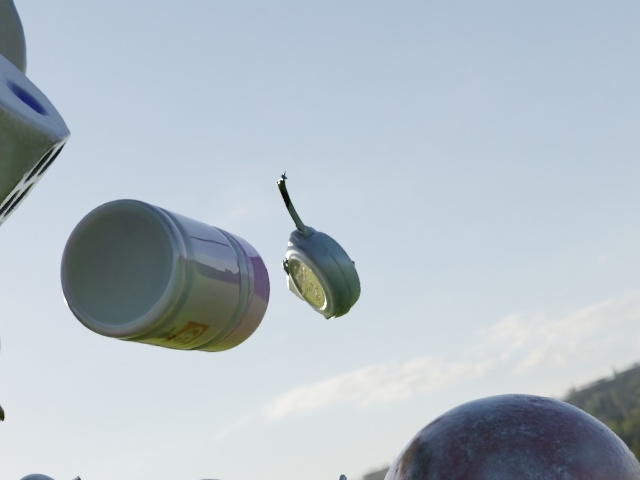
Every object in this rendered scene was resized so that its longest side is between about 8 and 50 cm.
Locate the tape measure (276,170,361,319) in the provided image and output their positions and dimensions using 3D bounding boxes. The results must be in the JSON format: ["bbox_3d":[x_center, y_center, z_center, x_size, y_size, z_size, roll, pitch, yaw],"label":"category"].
[{"bbox_3d":[0.000,-0.001,2.263,0.084,0.164,0.330,-39,-30,-27],"label":"tape measure"}]

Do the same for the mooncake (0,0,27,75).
[{"bbox_3d":[-0.663,-0.338,2.377,0.187,0.351,0.351,-8,-7,26],"label":"mooncake"}]

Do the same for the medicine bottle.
[{"bbox_3d":[-0.225,0.061,2.090,0.202,0.202,0.316,-22,-17,18],"label":"medicine bottle"}]

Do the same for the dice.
[{"bbox_3d":[-0.495,-0.124,1.802,0.259,0.251,0.243,-48,7,10],"label":"dice"}]

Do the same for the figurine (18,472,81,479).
[{"bbox_3d":[-0.450,0.404,1.919,0.263,0.142,0.189,-11,-9,-20],"label":"figurine"}]

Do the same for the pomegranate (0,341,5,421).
[{"bbox_3d":[-0.536,0.180,2.013,0.187,0.225,0.187,-32,4,3],"label":"pomegranate"}]

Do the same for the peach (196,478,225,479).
[{"bbox_3d":[-0.188,0.514,2.425,0.190,0.192,0.190,-8,-42,-7],"label":"peach"}]

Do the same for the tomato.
[{"bbox_3d":[0.211,0.322,1.522,0.316,0.283,0.317,-17,-44,-18],"label":"tomato"}]

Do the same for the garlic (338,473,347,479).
[{"bbox_3d":[0.017,0.369,1.750,0.174,0.124,0.099,27,-29,-17],"label":"garlic"}]
